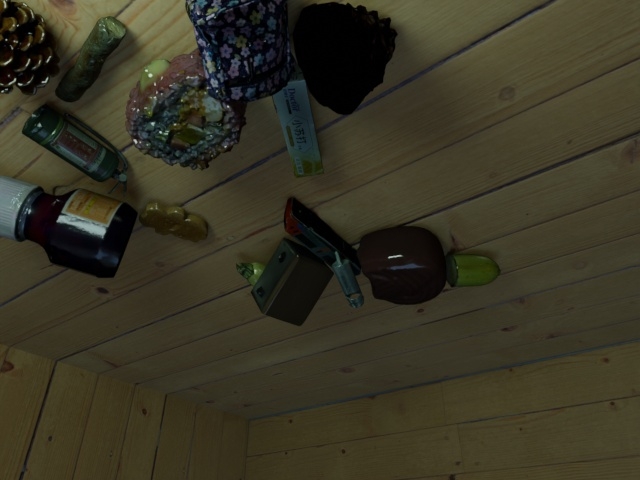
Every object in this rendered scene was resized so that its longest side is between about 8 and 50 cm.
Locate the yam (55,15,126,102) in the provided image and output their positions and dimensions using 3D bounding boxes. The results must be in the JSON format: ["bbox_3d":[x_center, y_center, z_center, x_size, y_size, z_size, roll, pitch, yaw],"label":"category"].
[{"bbox_3d":[-0.501,-0.384,1.092,0.061,0.061,0.252,28,139,-35],"label":"yam"}]

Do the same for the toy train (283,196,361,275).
[{"bbox_3d":[0.000,0.000,1.638,0.089,0.086,0.409,-20,142,29],"label":"toy train"}]

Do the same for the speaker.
[{"bbox_3d":[-0.097,0.139,1.701,0.192,0.153,0.231,26,102,-32],"label":"speaker"}]

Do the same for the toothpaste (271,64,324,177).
[{"bbox_3d":[-0.054,-0.283,1.234,0.089,0.071,0.313,-8,145,5],"label":"toothpaste"}]

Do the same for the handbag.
[{"bbox_3d":[-0.140,-0.373,0.967,0.126,0.228,0.208,31,140,29],"label":"handbag"}]

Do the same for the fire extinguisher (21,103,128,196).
[{"bbox_3d":[-0.604,-0.224,1.305,0.093,0.118,0.294,19,165,44],"label":"fire extinguisher"}]

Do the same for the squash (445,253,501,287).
[{"bbox_3d":[0.538,0.103,1.764,0.186,0.123,0.123,-2,147,-3],"label":"squash"}]

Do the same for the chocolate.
[{"bbox_3d":[0.074,-0.397,1.030,0.177,0.206,0.224,-35,173,-29],"label":"chocolate"}]

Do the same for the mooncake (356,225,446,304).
[{"bbox_3d":[0.271,0.094,1.704,0.333,0.174,0.326,10,148,-16],"label":"mooncake"}]

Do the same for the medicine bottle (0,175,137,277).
[{"bbox_3d":[-0.747,-0.053,1.444,0.394,0.243,0.242,22,142,-13],"label":"medicine bottle"}]

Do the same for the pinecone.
[{"bbox_3d":[-0.630,-0.394,0.982,0.185,0.169,0.212,-17,158,1],"label":"pinecone"}]

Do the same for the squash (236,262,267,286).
[{"bbox_3d":[-0.190,0.136,1.848,0.287,0.137,0.137,37,133,-23],"label":"squash"}]

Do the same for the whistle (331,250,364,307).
[{"bbox_3d":[0.093,0.138,1.710,0.062,0.062,0.312,-8,146,12],"label":"whistle"}]

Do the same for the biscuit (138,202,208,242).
[{"bbox_3d":[-0.456,-0.057,1.604,0.225,0.036,0.166,19,143,-30],"label":"biscuit"}]

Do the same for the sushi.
[{"bbox_3d":[-0.297,-0.302,1.117,0.270,0.171,0.236,-27,138,31],"label":"sushi"}]
